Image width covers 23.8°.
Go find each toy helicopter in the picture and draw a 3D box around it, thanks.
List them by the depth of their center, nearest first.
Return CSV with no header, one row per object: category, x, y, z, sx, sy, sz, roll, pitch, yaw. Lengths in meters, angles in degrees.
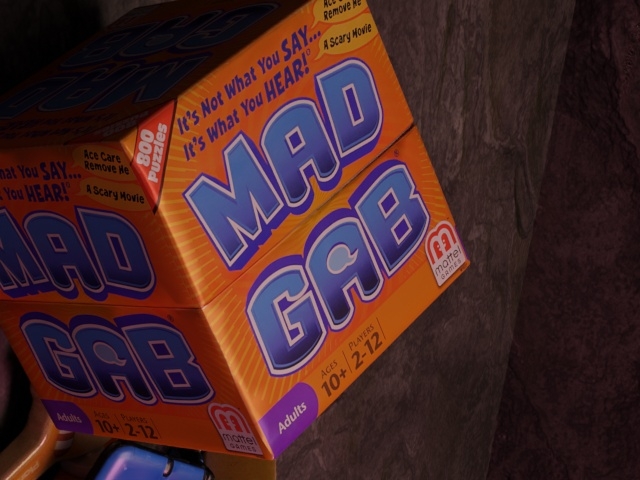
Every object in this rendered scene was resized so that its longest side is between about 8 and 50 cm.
toy helicopter,-0.329,0.248,1.837,0.355,0.140,0.235,-44,151,-30

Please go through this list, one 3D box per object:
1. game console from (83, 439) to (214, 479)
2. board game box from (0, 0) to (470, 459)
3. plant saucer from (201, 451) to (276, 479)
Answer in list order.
game console,-0.281,0.362,1.918,0.250,0.173,0.293,28,96,-46
board game box,-0.129,-0.030,1.608,0.356,0.356,0.356,-41,118,-38
plant saucer,-0.182,0.430,1.937,0.333,0.081,0.333,-50,-158,25
